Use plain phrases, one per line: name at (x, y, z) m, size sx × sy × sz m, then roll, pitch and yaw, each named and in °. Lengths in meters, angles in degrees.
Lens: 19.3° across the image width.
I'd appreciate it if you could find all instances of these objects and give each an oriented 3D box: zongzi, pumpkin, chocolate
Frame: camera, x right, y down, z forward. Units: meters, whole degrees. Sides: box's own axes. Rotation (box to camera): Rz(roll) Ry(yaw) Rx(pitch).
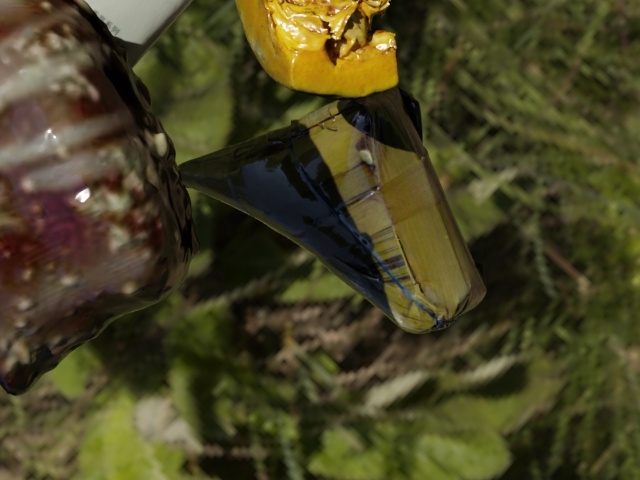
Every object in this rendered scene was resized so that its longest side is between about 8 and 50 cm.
zongzi at (0.000, 0.000, 1.923) m, size 0.289 × 0.123 × 0.260 m, roll -22°, pitch 92°, yaw 27°
pumpkin at (-0.007, -0.254, 1.705) m, size 0.126 × 0.131 × 0.248 m, roll -144°, pitch 52°, yaw -64°
chocolate at (-0.227, -0.066, 1.565) m, size 0.225 × 0.210 × 0.340 m, roll -72°, pitch -41°, yaw -82°

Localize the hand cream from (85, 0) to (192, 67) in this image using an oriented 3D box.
hand cream at (-0.175, -0.229, 1.721) m, size 0.124 × 0.341 × 0.078 m, roll 37°, pitch 171°, yaw -7°
